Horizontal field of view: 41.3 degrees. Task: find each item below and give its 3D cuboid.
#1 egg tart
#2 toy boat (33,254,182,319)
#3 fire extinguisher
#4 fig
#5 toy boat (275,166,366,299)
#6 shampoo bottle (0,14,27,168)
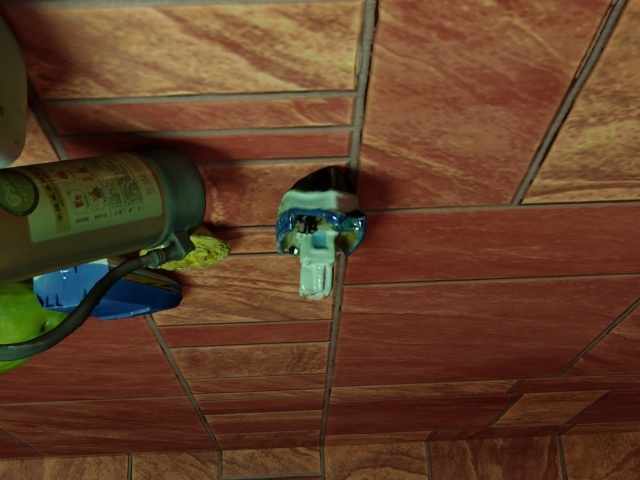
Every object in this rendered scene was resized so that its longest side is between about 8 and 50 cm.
[{"bbox_3d":[-0.188,0.007,1.182,0.129,0.049,0.129,-6,161,-2],"label":"egg tart"},{"bbox_3d":[-0.296,0.075,1.293,0.129,0.088,0.295,-12,166,18],"label":"toy boat"},{"bbox_3d":[-0.263,-0.004,0.822,0.376,0.200,0.113,-15,132,-48],"label":"fire extinguisher"},{"bbox_3d":[-0.484,0.131,1.295,0.234,0.167,0.167,7,155,-8],"label":"fig"},{"bbox_3d":[0.000,0.000,1.101,0.114,0.115,0.262,0,156,-8],"label":"toy boat"},{"bbox_3d":[-0.444,-0.124,0.718,0.350,0.151,0.222,-5,169,4],"label":"shampoo bottle"}]
